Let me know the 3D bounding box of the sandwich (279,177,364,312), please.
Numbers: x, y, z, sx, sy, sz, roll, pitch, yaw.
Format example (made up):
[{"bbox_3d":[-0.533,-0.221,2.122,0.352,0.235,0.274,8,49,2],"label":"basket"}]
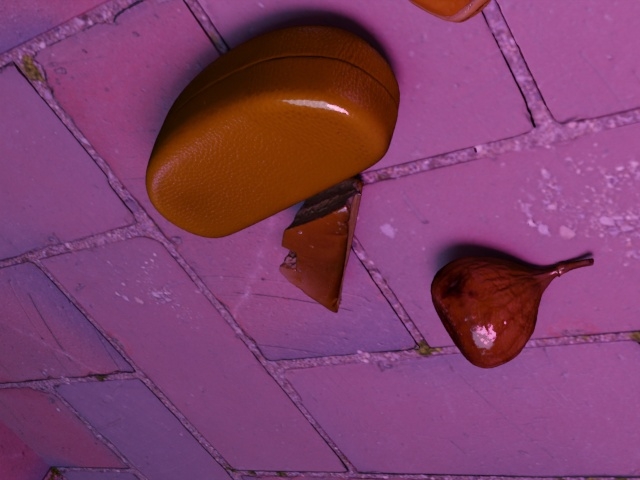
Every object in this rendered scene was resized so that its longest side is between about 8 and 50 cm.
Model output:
[{"bbox_3d":[0.000,0.000,1.166,0.088,0.090,0.244,16,142,8],"label":"sandwich"}]

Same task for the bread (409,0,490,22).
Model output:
[{"bbox_3d":[0.087,-0.290,0.824,0.200,0.077,0.116,33,132,-6],"label":"bread"}]

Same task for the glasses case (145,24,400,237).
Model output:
[{"bbox_3d":[-0.076,-0.134,1.027,0.173,0.141,0.371,34,142,-29],"label":"glasses case"}]

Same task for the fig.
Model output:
[{"bbox_3d":[0.243,0.061,1.098,0.201,0.134,0.146,-37,82,5],"label":"fig"}]
